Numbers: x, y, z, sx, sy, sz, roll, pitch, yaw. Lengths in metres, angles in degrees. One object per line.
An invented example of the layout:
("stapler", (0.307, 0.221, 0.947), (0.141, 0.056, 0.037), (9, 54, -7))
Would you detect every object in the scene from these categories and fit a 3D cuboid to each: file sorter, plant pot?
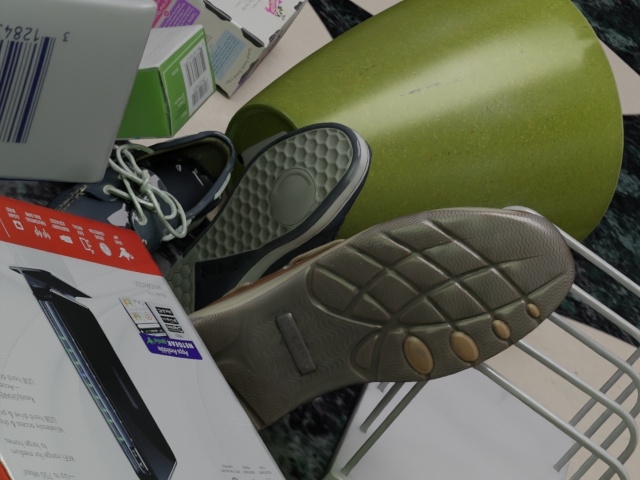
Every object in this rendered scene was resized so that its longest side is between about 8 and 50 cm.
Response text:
("file sorter", (0.152, 0.127, 1.526), (0.193, 0.173, 0.277), (36, 30, -4))
("plant pot", (0.068, -0.086, 1.678), (0.293, 0.274, 0.275), (-16, 58, -38))

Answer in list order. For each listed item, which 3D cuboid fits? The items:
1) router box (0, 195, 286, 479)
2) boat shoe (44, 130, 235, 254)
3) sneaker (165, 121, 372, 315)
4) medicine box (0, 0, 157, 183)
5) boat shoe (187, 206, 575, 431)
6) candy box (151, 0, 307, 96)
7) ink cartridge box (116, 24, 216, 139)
("router box", (-0.160, 0.110, 1.184), (0.301, 0.082, 0.335), (57, 17, 21))
("boat shoe", (-0.145, -0.028, 1.510), (0.095, 0.079, 0.254), (46, 30, 11))
("sneaker", (-0.001, -0.001, 1.487), (0.163, 0.226, 0.086), (11, 45, -44))
("medicine box", (-0.312, -0.170, 1.359), (0.263, 0.149, 0.289), (1, 26, -42))
("boat shoe", (0.026, 0.047, 1.387), (0.116, 0.324, 0.123), (-58, 130, -75))
("candy box", (-0.124, -0.248, 1.850), (0.196, 0.070, 0.165), (36, 29, -2))
("ink cartridge box", (-0.203, -0.126, 1.554), (0.209, 0.062, 0.109), (-2, 23, 18))
